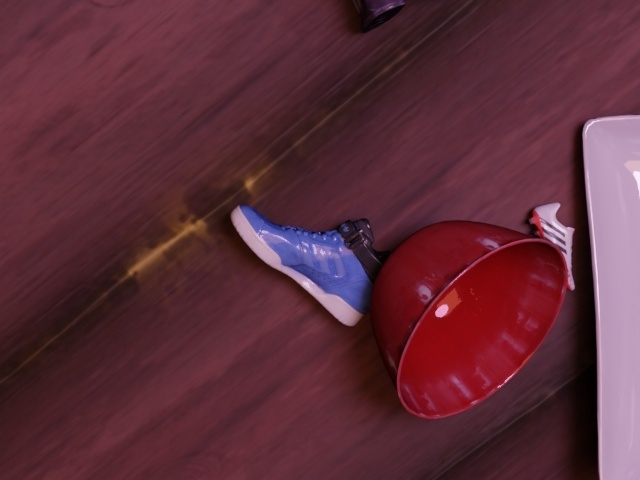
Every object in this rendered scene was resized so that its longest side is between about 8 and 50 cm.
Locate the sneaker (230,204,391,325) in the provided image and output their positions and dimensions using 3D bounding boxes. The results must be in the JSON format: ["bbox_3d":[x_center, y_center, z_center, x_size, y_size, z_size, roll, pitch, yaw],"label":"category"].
[{"bbox_3d":[0.000,0.000,0.787,0.152,0.058,0.084,40,100,-10],"label":"sneaker"}]

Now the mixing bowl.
[{"bbox_3d":[0.109,0.051,0.762,0.181,0.098,0.181,-23,135,-25],"label":"mixing bowl"}]

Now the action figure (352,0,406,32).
[{"bbox_3d":[0.013,-0.324,0.735,0.185,0.099,0.285,-26,94,8],"label":"action figure"}]

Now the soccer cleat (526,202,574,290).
[{"bbox_3d":[0.218,0.005,0.814,0.035,0.029,0.083,-26,93,5],"label":"soccer cleat"}]

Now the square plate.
[{"bbox_3d":[0.410,0.057,0.777,0.344,0.049,0.347,-2,88,10],"label":"square plate"}]
